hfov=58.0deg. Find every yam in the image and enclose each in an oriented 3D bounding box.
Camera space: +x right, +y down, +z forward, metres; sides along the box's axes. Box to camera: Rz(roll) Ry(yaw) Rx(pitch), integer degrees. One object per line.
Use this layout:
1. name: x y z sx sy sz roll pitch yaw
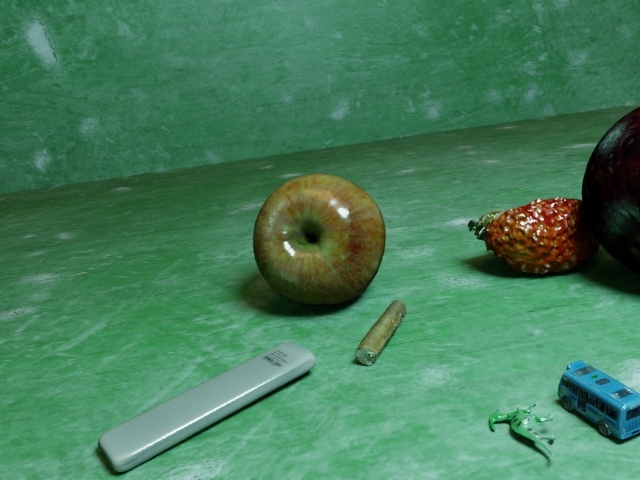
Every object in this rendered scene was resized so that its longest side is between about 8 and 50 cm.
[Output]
1. yam: 0.085 0.120 0.779 0.032 0.032 0.145 2 19 25

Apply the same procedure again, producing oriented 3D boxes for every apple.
1. apple: 0.000 0.000 0.907 0.211 0.210 0.188 -4 -8 10

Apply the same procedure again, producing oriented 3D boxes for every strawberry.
1. strawberry: 0.365 0.004 0.933 0.236 0.106 0.175 -6 -19 1

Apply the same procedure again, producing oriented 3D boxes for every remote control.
1. remote control: -0.121 0.187 0.670 0.261 0.029 0.067 -22 23 -33

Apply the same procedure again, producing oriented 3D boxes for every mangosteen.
1. mangosteen: 0.516 -0.077 0.806 0.288 0.287 0.288 -7 18 2

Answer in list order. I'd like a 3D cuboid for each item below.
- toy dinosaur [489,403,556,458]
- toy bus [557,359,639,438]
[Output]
1. toy dinosaur: 0.196 0.183 0.563 0.062 0.021 0.083 -7 13 23
2. toy bus: 0.278 0.156 0.572 0.038 0.045 0.083 -13 20 -18
